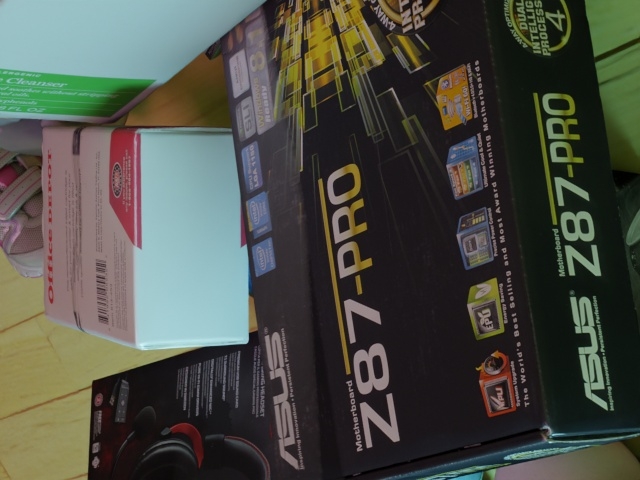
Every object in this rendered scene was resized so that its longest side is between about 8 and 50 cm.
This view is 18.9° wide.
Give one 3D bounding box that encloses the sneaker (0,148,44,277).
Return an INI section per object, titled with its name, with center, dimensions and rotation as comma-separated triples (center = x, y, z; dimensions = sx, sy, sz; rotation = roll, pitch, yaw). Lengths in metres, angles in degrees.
[sneaker]
center = -0.317, -0.049, 1.943
dimensions = 0.252, 0.103, 0.111
rotation = 25, 153, 40

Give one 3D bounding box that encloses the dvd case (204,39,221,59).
[dvd case]
center = -0.111, -0.219, 1.610
dimensions = 0.119, 0.013, 0.087
rotation = 52, 149, 6

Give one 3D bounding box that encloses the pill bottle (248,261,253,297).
[pill bottle]
center = 0.000, 0.000, 1.547
dimensions = 0.221, 0.124, 0.124
rotation = 12, 127, 48

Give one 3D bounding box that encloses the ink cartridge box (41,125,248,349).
[ink cartridge box]
center = -0.148, -0.008, 1.577
dimensions = 0.237, 0.100, 0.172
rotation = -172, 81, -64

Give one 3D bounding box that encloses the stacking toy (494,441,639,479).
[stacking toy]
center = 0.265, 0.292, 1.340
dimensions = 0.480, 0.350, 0.351
rotation = 52, 153, 41

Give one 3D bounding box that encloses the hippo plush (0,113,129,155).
[hippo plush]
center = -0.303, -0.205, 1.760
dimensions = 0.294, 0.234, 0.237
rotation = -7, 82, 40

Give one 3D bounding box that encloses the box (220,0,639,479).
[box]
center = 0.063, -0.038, 1.285
dimensions = 0.318, 0.097, 0.395
rotation = -24, 70, 57

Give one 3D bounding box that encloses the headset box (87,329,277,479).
[headset box]
center = -0.059, 0.198, 1.570
dimensions = 0.293, 0.110, 0.218
rotation = -18, 63, 41

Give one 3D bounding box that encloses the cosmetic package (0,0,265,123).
[cosmetic package]
center = -0.159, -0.220, 1.372
dimensions = 0.365, 0.197, 0.155
rotation = -29, 64, 54

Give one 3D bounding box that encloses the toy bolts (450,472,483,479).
[toy bolts]
center = 0.024, 0.198, 1.627
dimensions = 0.228, 0.218, 0.158
rotation = 10, 133, 37

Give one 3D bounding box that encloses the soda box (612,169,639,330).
[soda box]
center = 0.210, 0.035, 1.349
dimensions = 0.053, 0.060, 0.169
rotation = 14, 129, 50
